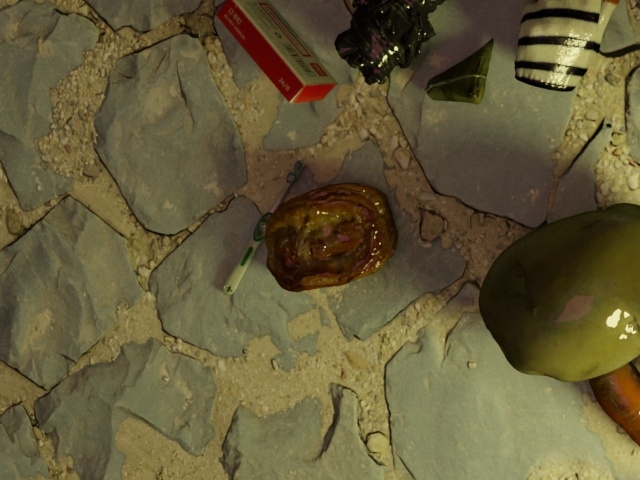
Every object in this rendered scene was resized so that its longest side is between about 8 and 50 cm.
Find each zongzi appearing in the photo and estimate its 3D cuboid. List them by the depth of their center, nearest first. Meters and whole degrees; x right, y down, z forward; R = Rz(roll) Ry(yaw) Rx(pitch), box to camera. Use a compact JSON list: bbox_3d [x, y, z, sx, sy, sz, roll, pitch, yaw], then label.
[{"bbox_3d":[0.233,-0.288,1.821,0.104,0.052,0.113,10,87,30],"label":"zongzi"}]

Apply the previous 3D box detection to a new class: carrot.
[{"bbox_3d":[0.502,0.270,1.732,0.087,0.087,0.193,-36,83,24],"label":"carrot"}]

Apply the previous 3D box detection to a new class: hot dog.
[{"bbox_3d":[0.001,0.000,1.919,0.259,0.114,0.175,-18,88,25],"label":"hot dog"}]

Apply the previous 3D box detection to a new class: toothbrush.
[{"bbox_3d":[-0.108,-0.021,2.019,0.030,0.030,0.304,37,112,17],"label":"toothbrush"}]

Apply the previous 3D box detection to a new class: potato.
[{"bbox_3d":[0.403,0.085,1.675,0.326,0.221,0.243,-24,42,25],"label":"potato"}]

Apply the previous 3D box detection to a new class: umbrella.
[{"bbox_3d":[0.166,-0.404,1.790,0.336,0.128,0.154,-41,56,19],"label":"umbrella"}]

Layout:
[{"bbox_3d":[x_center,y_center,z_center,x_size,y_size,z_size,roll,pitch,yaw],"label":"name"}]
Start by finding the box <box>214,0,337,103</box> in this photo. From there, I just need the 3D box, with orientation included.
[{"bbox_3d":[-0.080,-0.342,1.918,0.050,0.123,0.229,-45,77,27],"label":"box"}]

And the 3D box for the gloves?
[{"bbox_3d":[0.382,-0.352,1.700,0.140,0.131,0.219,19,112,20],"label":"gloves"}]
